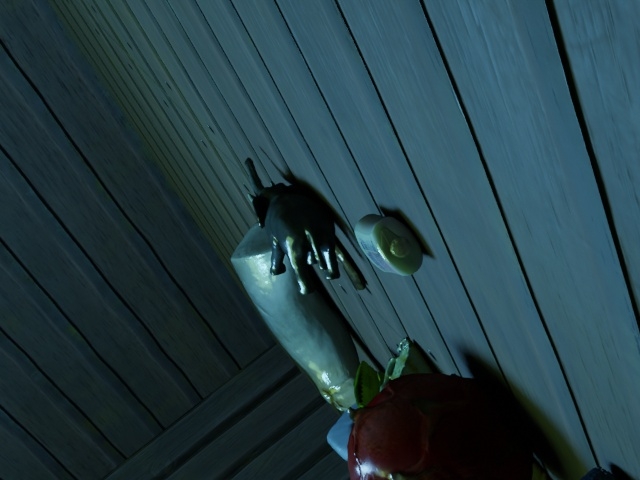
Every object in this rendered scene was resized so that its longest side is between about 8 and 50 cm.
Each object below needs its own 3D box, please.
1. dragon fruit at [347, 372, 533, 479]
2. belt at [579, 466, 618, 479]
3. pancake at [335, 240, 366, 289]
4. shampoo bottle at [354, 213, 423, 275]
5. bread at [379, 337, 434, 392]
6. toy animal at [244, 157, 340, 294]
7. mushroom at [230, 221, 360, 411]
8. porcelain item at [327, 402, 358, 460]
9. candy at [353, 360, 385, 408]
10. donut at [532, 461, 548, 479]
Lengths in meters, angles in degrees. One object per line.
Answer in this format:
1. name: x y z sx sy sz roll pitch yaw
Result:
1. dragon fruit: 0.149 0.278 1.645 0.241 0.241 0.252 56 -172 -27
2. belt: 0.309 0.349 1.347 0.218 0.128 0.122 51 172 2
3. pancake: 0.000 0.000 2.006 0.184 0.020 0.190 52 173 -6
4. shampoo bottle: 0.077 0.005 1.471 0.072 0.043 0.099 53 172 -9
5. bread: 0.144 0.233 1.964 0.110 0.156 0.103 20 180 -2
6. toy animal: -0.045 -0.018 1.898 0.269 0.082 0.137 -137 32 -59
7. mushroom: -0.025 0.150 2.474 0.177 0.126 0.397 22 147 59
8. porcelain item: 0.197 0.463 2.371 0.405 0.178 0.242 51 172 -16
9. candy: 0.159 0.300 2.192 0.246 0.069 0.149 44 -165 -16
10. donut: 0.275 0.364 1.792 0.141 0.085 0.217 45 168 44
